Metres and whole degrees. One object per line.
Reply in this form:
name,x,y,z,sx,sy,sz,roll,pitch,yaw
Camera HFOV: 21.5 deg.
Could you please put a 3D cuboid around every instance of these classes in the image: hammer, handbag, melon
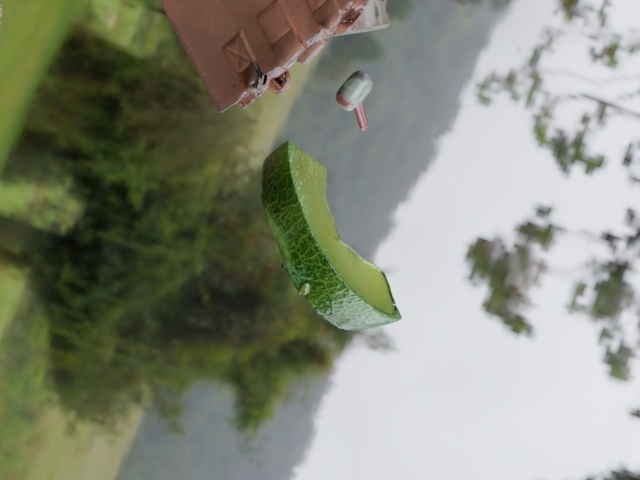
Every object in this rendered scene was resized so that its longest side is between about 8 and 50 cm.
hammer,0.046,-0.163,2.044,0.052,0.031,0.083,-48,144,-22
handbag,-0.044,-0.229,1.540,0.212,0.157,0.059,-36,166,37
melon,0.000,0.000,1.744,0.064,0.209,0.118,-28,168,30

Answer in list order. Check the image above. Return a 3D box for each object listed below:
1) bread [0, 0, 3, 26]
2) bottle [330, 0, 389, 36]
bread,-0.423,-0.233,1.726,0.305,0.158,0.305,-1,-91,59
bottle,0.031,-0.335,2.120,0.099,0.099,0.152,-111,-170,-81
